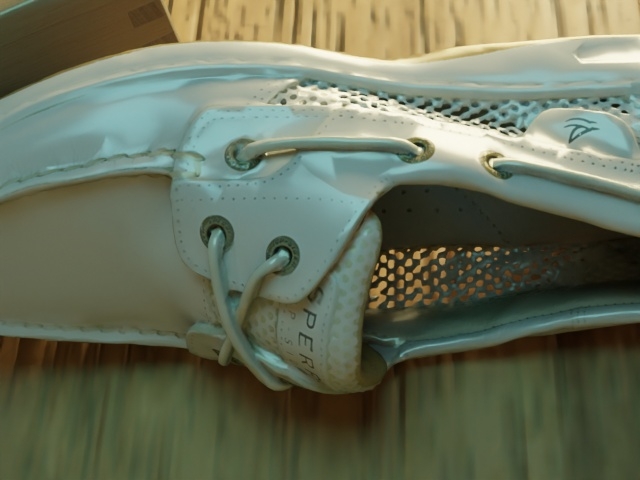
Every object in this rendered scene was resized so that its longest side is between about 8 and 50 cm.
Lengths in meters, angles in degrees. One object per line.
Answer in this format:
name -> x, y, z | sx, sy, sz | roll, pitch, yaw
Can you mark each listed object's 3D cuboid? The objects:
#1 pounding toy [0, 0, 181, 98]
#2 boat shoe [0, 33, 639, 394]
pounding toy -> -0.155, -0.076, 0.621 | 0.181, 0.094, 0.206 | -24, 38, -4
boat shoe -> 0.000, 0.000, 0.506 | 0.277, 0.098, 0.096 | -8, 46, 3
